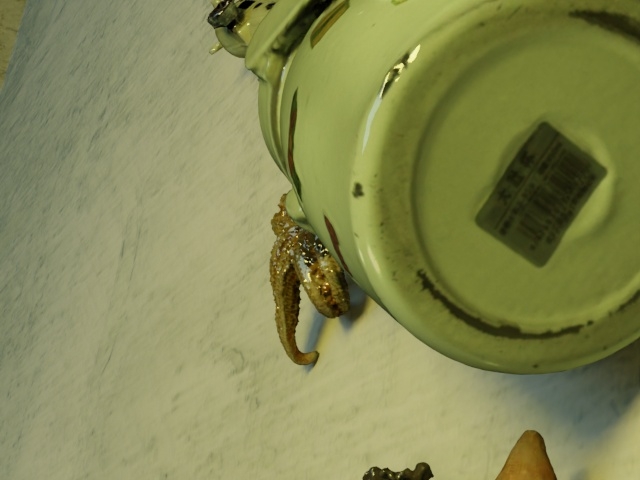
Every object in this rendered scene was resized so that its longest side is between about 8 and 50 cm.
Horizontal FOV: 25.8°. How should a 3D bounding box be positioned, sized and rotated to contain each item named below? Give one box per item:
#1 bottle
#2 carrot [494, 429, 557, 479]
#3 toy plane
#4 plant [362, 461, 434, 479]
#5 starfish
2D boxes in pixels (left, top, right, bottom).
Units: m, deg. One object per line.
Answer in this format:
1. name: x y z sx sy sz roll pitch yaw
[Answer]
1. bottle: 0.075 -0.077 0.839 0.229 0.229 0.352 -66 20 8
2. carrot: 0.087 0.220 0.690 0.102 0.102 0.263 -29 43 57
3. toy plane: -0.038 -0.221 1.371 0.108 0.092 0.286 -46 18 -10
4. plant: 0.030 0.206 0.857 0.174 0.085 0.087 -62 -1 28
5. starfish: 0.000 0.001 1.103 0.190 0.074 0.146 -65 29 13
